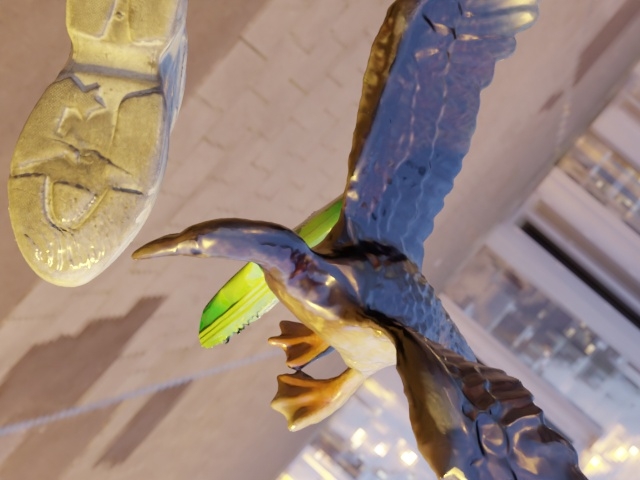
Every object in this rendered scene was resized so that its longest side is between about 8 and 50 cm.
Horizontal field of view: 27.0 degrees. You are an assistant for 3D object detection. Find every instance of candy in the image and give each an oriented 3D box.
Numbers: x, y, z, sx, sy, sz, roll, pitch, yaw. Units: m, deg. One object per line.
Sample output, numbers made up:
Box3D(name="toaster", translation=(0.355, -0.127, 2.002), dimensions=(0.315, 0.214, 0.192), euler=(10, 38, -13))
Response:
Box3D(name="candy", translation=(-0.001, -0.001, 0.846), dimensions=(0.178, 0.032, 0.102), euler=(-38, 180, -40))

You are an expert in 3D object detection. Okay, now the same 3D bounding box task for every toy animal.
Box3D(name="toy animal", translation=(0.015, 0.033, 0.584), dimensions=(0.197, 0.272, 0.160), euler=(-3, 151, -14))

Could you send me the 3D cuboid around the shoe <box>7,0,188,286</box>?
Box3D(name="shoe", translation=(-0.195, -0.107, 1.274), dimensions=(0.210, 0.132, 0.342), euler=(96, 4, -73))
